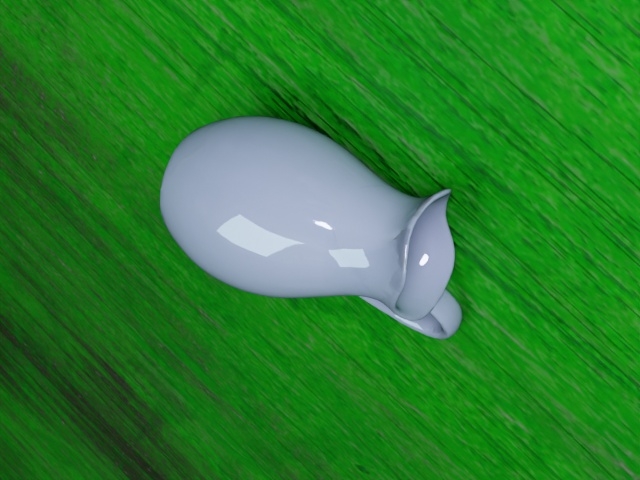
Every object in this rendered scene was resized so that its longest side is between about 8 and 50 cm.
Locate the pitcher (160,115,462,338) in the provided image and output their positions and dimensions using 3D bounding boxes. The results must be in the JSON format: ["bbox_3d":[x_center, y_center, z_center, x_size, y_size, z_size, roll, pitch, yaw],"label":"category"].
[{"bbox_3d":[0.000,0.000,1.117,0.207,0.125,0.178,19,154,26],"label":"pitcher"}]
